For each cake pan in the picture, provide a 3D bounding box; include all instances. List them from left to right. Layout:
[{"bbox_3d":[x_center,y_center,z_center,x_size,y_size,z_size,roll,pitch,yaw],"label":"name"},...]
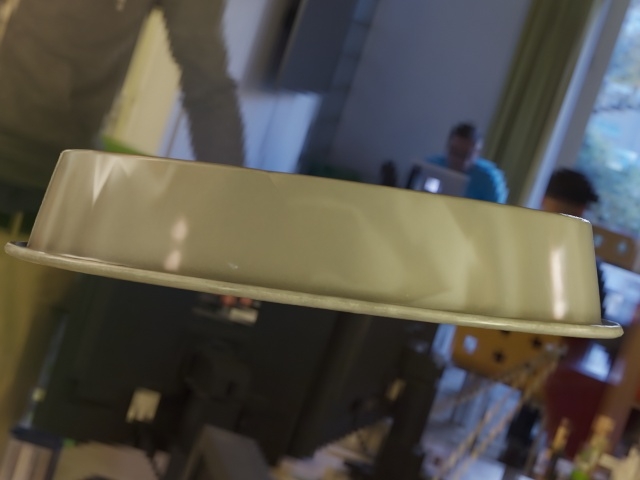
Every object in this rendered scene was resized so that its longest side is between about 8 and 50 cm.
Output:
[{"bbox_3d":[0.000,0.000,0.757,0.293,0.054,0.293,8,1,0],"label":"cake pan"}]
